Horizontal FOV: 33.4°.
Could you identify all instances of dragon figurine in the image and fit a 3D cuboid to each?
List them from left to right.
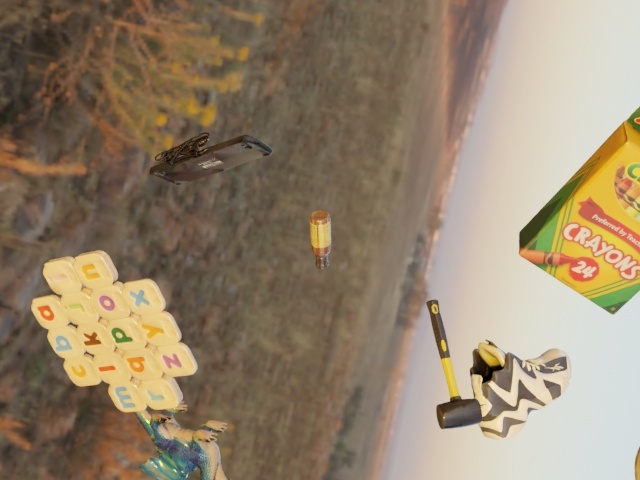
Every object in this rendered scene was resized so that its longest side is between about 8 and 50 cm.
[{"bbox_3d":[-0.245,0.354,1.784,0.085,0.289,0.144,-43,153,-70],"label":"dragon figurine"}]

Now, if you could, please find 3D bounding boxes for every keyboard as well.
[{"bbox_3d":[-0.175,-0.136,1.637,0.100,0.192,0.038,25,55,-55],"label":"keyboard"}]

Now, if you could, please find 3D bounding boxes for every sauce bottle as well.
[{"bbox_3d":[0.000,0.000,2.098,0.042,0.042,0.128,-70,164,-49],"label":"sauce bottle"}]

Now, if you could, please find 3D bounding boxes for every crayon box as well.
[{"bbox_3d":[0.493,-0.048,1.710,0.318,0.202,0.081,-53,-169,32],"label":"crayon box"}]

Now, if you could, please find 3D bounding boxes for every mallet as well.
[{"bbox_3d":[0.172,0.178,1.521,0.039,0.062,0.190,101,-29,-69],"label":"mallet"}]

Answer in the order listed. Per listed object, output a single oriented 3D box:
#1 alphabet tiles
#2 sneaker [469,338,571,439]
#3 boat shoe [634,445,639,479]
[{"bbox_3d":[-0.326,0.147,1.677,0.021,0.278,0.284,-47,119,-50],"label":"alphabet tiles"},{"bbox_3d":[0.338,0.217,1.839,0.235,0.094,0.153,-34,110,-28],"label":"sneaker"},{"bbox_3d":[0.605,0.439,1.770,0.130,0.132,0.355,-29,-155,40],"label":"boat shoe"}]
